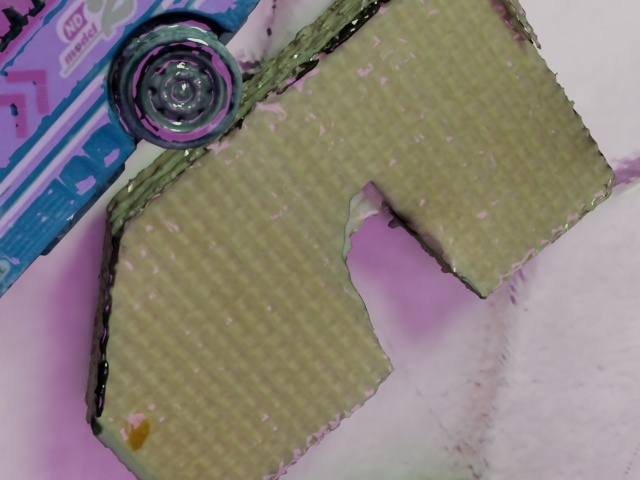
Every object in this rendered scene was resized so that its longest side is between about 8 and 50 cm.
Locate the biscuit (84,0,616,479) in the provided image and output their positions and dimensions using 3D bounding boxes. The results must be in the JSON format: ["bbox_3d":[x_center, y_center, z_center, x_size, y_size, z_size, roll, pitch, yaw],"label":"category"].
[{"bbox_3d":[0.000,0.000,0.630,0.250,0.046,0.147,-42,119,-3],"label":"biscuit"}]

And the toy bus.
[{"bbox_3d":[-0.139,-0.039,0.527,0.134,0.113,0.246,41,93,-22],"label":"toy bus"}]
